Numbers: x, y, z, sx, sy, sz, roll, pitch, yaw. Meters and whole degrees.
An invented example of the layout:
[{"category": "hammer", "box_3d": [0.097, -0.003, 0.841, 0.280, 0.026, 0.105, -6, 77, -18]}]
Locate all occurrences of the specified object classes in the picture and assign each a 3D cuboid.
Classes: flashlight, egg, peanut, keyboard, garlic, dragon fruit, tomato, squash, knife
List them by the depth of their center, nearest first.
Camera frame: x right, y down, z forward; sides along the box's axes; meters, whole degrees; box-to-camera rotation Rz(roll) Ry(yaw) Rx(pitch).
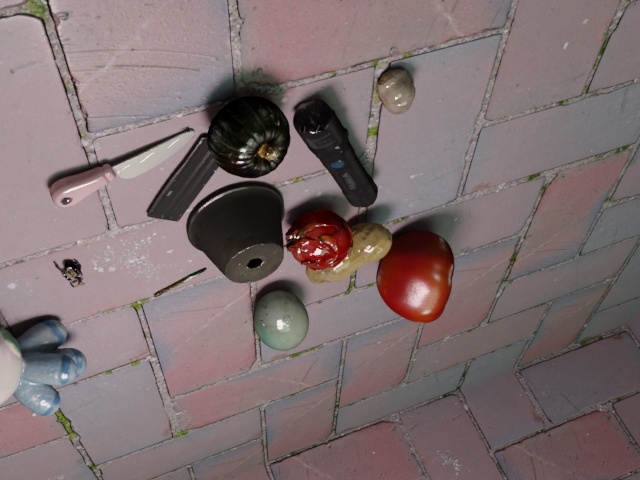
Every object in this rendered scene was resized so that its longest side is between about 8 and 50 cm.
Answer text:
[{"category": "squash", "box_3d": [-0.153, -0.220, 1.670, 0.193, 0.155, 0.193, -35, 171, -6]}, {"category": "knife", "box_3d": [-0.423, -0.154, 1.680, 0.336, 0.043, 0.081, -23, 154, -9]}, {"category": "garlic", "box_3d": [0.180, -0.345, 1.799, 0.094, 0.074, 0.113, -22, 134, 12]}, {"category": "keyboard", "box_3d": [-0.334, -0.102, 1.827, 0.104, 0.041, 0.381, 10, 127, -43]}, {"category": "flashlight", "box_3d": [0.047, -0.197, 1.902, 0.103, 0.103, 0.424, -30, 149, 6]}, {"category": "dragon fruit", "box_3d": [0.000, 0.000, 2.081, 0.172, 0.172, 0.210, -41, 156, 22]}, {"category": "peanut", "box_3d": [0.077, 0.037, 2.235, 0.290, 0.130, 0.130, -33, 148, 22]}, {"category": "egg", "box_3d": [-0.121, 0.245, 2.351, 0.169, 0.169, 0.236, -24, 147, -4]}, {"category": "tomato", "box_3d": [0.288, 0.106, 2.373, 0.227, 0.298, 0.298, 11, 144, 4]}]

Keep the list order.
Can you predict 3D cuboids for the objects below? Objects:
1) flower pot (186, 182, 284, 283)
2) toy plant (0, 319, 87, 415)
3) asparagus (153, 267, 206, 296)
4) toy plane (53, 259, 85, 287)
[{"category": "flower pot", "box_3d": [-0.191, 0.001, 1.953, 0.269, 0.166, 0.269, -18, 149, -11]}, {"category": "toy plant", "box_3d": [-0.753, 0.324, 1.972, 0.332, 0.247, 0.247, 10, 133, -47]}, {"category": "asparagus", "box_3d": [-0.386, 0.116, 2.122, 0.166, 0.013, 0.016, -27, 138, 1]}, {"category": "toy plane", "box_3d": [-0.609, 0.082, 1.897, 0.049, 0.031, 0.120, -20, 146, 0]}]
